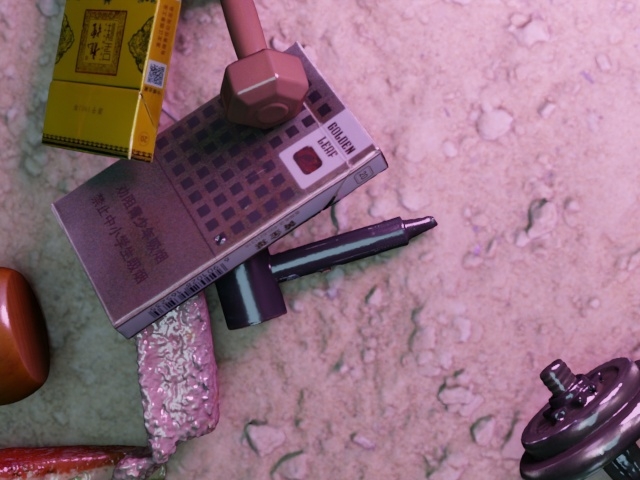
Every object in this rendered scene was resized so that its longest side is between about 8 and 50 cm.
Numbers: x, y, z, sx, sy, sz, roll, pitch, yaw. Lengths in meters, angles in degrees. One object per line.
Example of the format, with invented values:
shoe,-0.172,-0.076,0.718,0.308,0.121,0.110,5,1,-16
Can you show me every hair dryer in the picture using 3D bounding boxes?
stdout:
hair dryer,0.000,0.000,1.183,0.255,0.070,0.128,-19,91,-1

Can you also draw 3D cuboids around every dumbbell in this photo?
dumbbell,-0.080,-0.225,1.120,0.082,0.092,0.231,-10,66,-17
dumbbell,0.324,0.241,1.094,0.192,0.192,0.290,-38,89,7

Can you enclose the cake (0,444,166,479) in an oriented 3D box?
cake,-0.300,0.277,1.234,0.220,0.117,0.086,-3,97,-27

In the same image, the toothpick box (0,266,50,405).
toothpick box,-0.459,0.129,1.171,0.294,0.192,0.192,-15,92,1

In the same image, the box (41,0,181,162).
box,-0.217,-0.229,1.152,0.153,0.041,0.279,12,91,37

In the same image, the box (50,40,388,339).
box,-0.110,-0.057,1.132,0.325,0.047,0.180,-33,59,-1

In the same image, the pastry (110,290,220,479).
pastry,-0.164,0.135,1.178,0.112,0.103,0.265,3,91,-1
